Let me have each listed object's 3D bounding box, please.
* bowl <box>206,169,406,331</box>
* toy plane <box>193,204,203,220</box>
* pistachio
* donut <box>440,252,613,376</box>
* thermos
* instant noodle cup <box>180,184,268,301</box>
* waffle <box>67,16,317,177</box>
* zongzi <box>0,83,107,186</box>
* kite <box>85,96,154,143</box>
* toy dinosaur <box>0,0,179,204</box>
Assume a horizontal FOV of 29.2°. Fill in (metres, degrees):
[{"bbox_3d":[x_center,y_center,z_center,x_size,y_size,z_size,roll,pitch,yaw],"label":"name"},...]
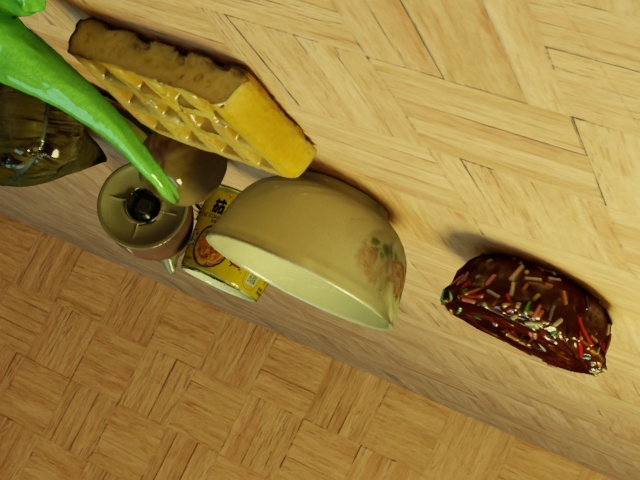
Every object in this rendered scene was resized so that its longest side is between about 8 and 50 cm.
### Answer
[{"bbox_3d":[0.000,0.000,1.628,0.277,0.145,0.277,24,168,5],"label":"bowl"},{"bbox_3d":[-0.200,-0.037,2.251,0.049,0.031,0.121,29,177,41],"label":"toy plane"},{"bbox_3d":[-0.190,-0.102,1.724,0.185,0.126,0.108,66,-178,-79],"label":"pistachio"},{"bbox_3d":[0.270,0.091,1.572,0.235,0.089,0.235,26,170,5],"label":"donut"},{"bbox_3d":[-0.280,-0.044,2.069,0.146,0.176,0.265,-12,170,-1],"label":"thermos"},{"bbox_3d":[-0.136,0.012,2.016,0.182,0.144,0.182,25,170,5],"label":"instant noodle cup"},{"bbox_3d":[-0.149,-0.161,1.439,0.248,0.055,0.221,21,168,27],"label":"waffle"},{"bbox_3d":[-0.383,-0.149,1.823,0.323,0.160,0.360,4,176,44],"label":"zongzi"},{"bbox_3d":[-0.339,-0.190,1.878,0.377,0.013,0.327,31,169,-24],"label":"kite"},{"bbox_3d":[-0.408,-0.218,1.424,0.374,0.144,0.500,16,150,48],"label":"toy dinosaur"}]
